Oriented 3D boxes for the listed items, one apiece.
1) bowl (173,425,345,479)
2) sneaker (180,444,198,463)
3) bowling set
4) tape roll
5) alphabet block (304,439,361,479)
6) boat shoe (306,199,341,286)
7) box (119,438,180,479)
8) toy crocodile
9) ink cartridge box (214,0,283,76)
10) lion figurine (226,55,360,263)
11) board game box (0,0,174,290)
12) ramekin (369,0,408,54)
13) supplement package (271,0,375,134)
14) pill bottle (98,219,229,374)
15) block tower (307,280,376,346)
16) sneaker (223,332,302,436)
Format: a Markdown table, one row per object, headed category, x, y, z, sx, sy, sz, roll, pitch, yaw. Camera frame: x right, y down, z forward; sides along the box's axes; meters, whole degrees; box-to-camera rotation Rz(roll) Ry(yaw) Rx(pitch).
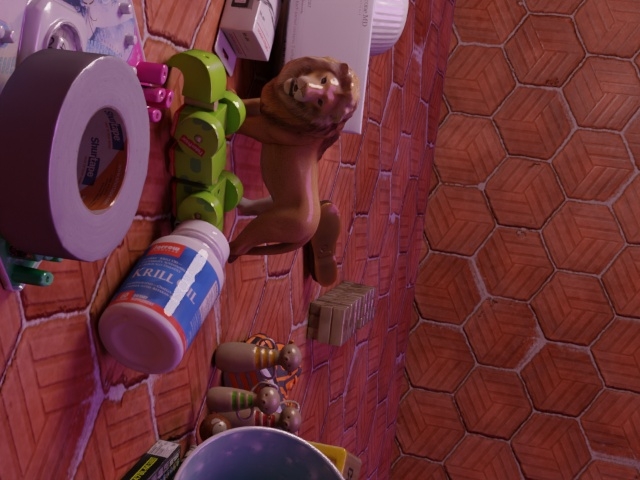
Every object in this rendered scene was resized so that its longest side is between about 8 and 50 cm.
| category | x | y | z | sx | sy | sz | roll | pitch | yaw |
| --- | --- | --- | --- | --- | --- | --- | --- | --- | --- |
| bowl | -0.110 | 0.469 | 1.642 | 0.163 | 0.311 | 0.312 | -57 | -173 | 48 |
| sneaker | -0.219 | 0.401 | 1.773 | 0.044 | 0.040 | 0.109 | -44 | 137 | -45 |
| bowling set | -0.115 | 0.324 | 1.771 | 0.200 | 0.154 | 0.287 | -59 | 149 | -79 |
| tape roll | -0.259 | -0.089 | 1.090 | 0.219 | 0.072 | 0.219 | 9 | 90 | -74 |
| alphabet block | -0.032 | 0.534 | 2.229 | 0.197 | 0.192 | 0.194 | 54 | 45 | -68 |
| boat shoe | 0.000 | 0.000 | 2.294 | 0.073 | 0.073 | 0.207 | -127 | -144 | -55 |
| box | -0.269 | 0.428 | 1.582 | 0.190 | 0.045 | 0.184 | -44 | 143 | -67 |
| toy crocodile | -0.179 | -0.114 | 1.531 | 0.115 | 0.105 | 0.341 | -59 | 158 | -55 |
| ink cartridge box | -0.112 | -0.364 | 1.682 | 0.104 | 0.060 | 0.180 | 58 | 43 | -69 |
| lion figurine | -0.055 | -0.117 | 1.684 | 0.142 | 0.240 | 0.392 | -58 | 153 | -56 |
| board game box | -0.287 | -0.205 | 1.157 | 0.390 | 0.050 | 0.390 | -67 | 159 | -44 |
| ramekin | 0.082 | -0.451 | 1.987 | 0.207 | 0.109 | 0.207 | 0 | -90 | 63 |
| supplement package | -0.001 | -0.328 | 1.814 | 0.204 | 0.145 | 0.262 | -129 | -137 | -76 |
| pill bottle | -0.209 | 0.070 | 1.450 | 0.222 | 0.124 | 0.124 | -65 | 158 | -48 |
| block tower | 0.056 | 0.172 | 2.533 | 0.335 | 0.090 | 0.097 | -21 | 119 | -73 |
| sneaker | -0.079 | 0.323 | 1.987 | 0.180 | 0.124 | 0.321 | -55 | 138 | -61 |
